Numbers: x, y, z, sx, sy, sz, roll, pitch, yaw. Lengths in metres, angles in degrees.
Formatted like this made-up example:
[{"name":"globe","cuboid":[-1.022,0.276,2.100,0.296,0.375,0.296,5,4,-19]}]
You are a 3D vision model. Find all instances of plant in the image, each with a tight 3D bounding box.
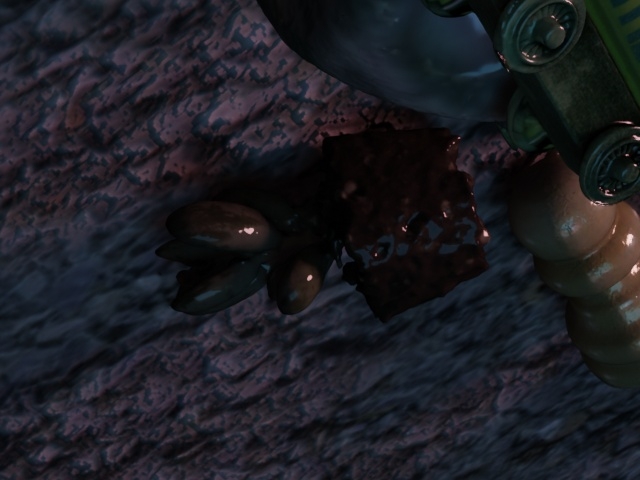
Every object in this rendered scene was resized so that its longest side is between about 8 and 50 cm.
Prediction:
[{"name":"plant","cuboid":[0.001,0.001,1.588,0.275,0.149,0.146,-13,133,-8]}]

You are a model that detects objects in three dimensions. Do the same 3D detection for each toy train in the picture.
[{"name":"toy train","cuboid":[0.166,-0.131,1.121,0.157,0.105,0.253,-42,134,-4]}]

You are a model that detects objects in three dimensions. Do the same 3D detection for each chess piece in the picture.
[{"name":"chess piece","cuboid":[0.253,0.016,1.736,0.133,0.133,0.243,-33,127,8]}]

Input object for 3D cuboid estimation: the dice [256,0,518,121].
[{"name":"dice","cuboid":[0.132,-0.298,1.247,0.348,0.328,0.330,-6,132,-18]}]
